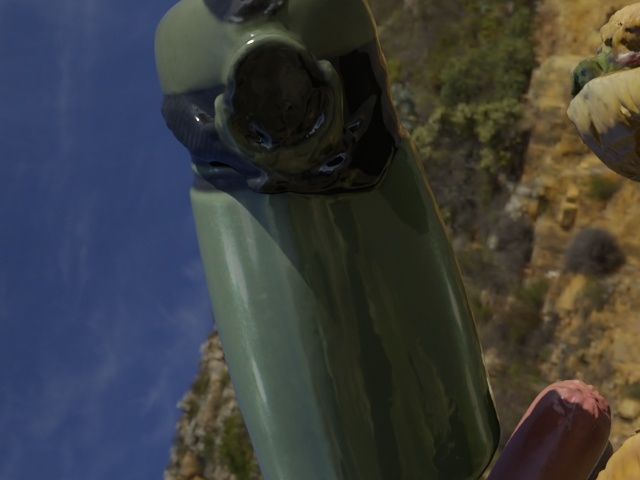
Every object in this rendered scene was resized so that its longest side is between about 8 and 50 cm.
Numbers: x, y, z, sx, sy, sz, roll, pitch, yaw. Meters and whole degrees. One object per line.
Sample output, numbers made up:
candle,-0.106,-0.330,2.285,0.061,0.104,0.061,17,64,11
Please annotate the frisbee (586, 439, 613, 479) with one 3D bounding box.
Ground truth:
frisbee,0.194,0.286,0.993,0.251,0.021,0.251,-47,-14,-15

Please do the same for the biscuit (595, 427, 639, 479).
biscuit,0.104,0.209,0.435,0.216,0.047,0.339,-91,16,-56

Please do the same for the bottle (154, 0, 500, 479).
bottle,0.000,0.000,0.667,0.168,0.168,0.347,-38,-63,-50

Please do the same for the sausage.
sausage,0.160,0.171,0.777,0.062,0.062,0.154,-15,-45,-59

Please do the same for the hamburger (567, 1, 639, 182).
hamburger,0.237,-0.083,0.613,0.207,0.155,0.135,-84,-24,-81
